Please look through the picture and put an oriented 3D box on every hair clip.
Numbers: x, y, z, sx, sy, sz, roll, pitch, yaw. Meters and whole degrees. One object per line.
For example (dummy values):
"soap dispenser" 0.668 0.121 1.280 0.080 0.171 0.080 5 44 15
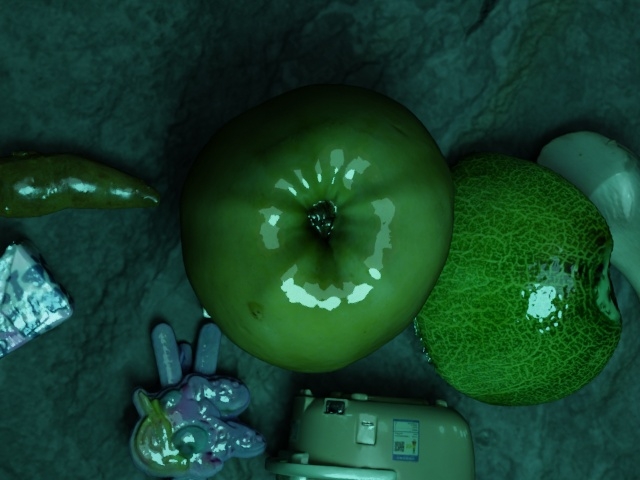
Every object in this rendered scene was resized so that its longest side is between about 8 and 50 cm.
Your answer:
"hair clip" -0.120 0.222 1.295 0.137 0.090 0.278 1 95 -13

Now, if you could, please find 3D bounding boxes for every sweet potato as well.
"sweet potato" -0.288 -0.054 1.252 0.274 0.067 0.067 4 95 -9

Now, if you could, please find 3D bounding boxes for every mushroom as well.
"mushroom" 0.308 -0.013 1.361 0.225 0.093 0.116 48 61 -26

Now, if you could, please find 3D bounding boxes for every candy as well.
"candy" -0.320 0.070 1.252 0.160 0.073 0.092 -32 99 -6

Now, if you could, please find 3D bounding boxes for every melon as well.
"melon" 0.186 0.050 1.276 0.129 0.169 0.265 -17 101 -42

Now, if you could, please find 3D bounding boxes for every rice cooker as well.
"rice cooker" 0.052 0.210 1.302 0.206 0.145 0.127 9 82 -13

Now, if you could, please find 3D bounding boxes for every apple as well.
"apple" -0.005 -0.016 1.188 0.262 0.262 0.262 -1 96 -11

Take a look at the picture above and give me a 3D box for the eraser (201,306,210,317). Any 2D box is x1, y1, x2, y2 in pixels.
"eraser" 0.000 0.000 1.324 0.230 0.038 0.157 2 95 -10
